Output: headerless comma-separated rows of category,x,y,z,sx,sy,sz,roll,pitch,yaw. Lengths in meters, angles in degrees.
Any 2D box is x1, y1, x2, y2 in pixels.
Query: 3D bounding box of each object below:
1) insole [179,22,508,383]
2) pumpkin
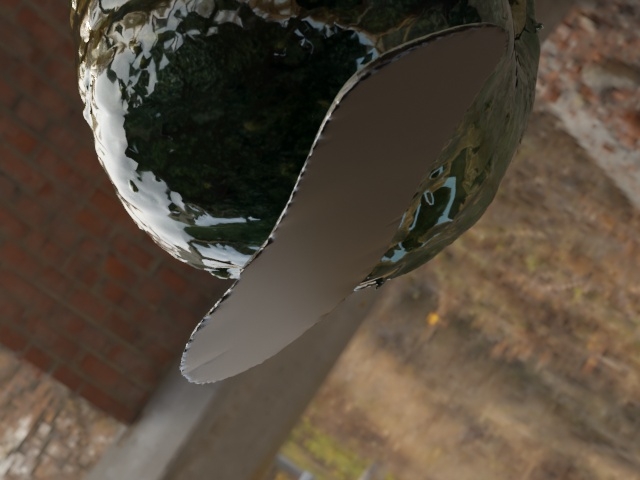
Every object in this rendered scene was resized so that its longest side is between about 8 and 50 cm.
insole,0.000,0.000,0.595,0.007,0.109,0.322,60,153,17
pumpkin,-0.023,-0.134,0.730,0.263,0.293,0.197,-8,157,17
